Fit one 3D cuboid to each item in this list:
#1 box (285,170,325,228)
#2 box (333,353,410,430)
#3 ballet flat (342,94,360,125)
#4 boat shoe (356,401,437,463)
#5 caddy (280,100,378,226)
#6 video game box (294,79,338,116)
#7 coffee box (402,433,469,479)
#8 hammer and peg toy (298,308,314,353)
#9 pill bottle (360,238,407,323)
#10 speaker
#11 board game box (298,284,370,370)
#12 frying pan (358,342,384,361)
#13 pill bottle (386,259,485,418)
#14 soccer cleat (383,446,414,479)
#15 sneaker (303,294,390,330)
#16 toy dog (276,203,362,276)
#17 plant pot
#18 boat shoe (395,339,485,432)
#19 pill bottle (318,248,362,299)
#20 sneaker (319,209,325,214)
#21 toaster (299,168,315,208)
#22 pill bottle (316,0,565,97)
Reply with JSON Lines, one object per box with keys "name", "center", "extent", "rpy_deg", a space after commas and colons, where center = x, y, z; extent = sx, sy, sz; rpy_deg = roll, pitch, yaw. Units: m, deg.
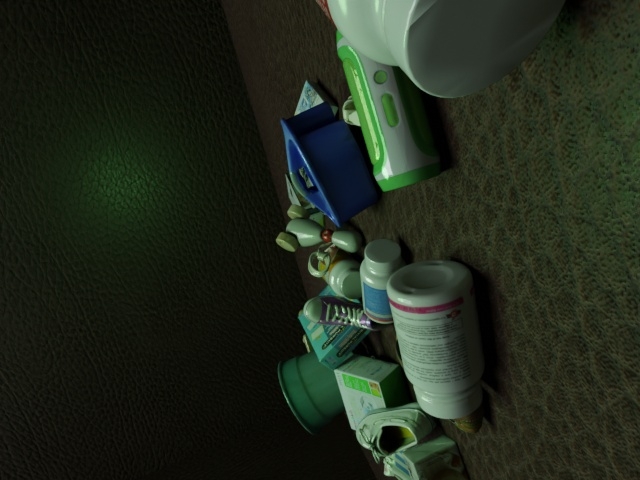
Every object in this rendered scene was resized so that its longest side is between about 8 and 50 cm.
{"name": "box", "center": [-0.071, -0.171, 2.064], "extent": [0.169, 0.087, 0.290], "rpy_deg": [85, 164, -52]}
{"name": "box", "center": [0.197, 0.567, 1.607], "extent": [0.231, 0.127, 0.262], "rpy_deg": [-1, 109, 48]}
{"name": "ballet flat", "center": [0.093, -0.289, 0.997], "extent": [0.248, 0.086, 0.086], "rpy_deg": [-127, 21, -62]}
{"name": "boat shoe", "center": [0.202, 0.629, 1.409], "extent": [0.136, 0.156, 0.367], "rpy_deg": [57, 138, 6]}
{"name": "caddy", "center": [0.008, -0.189, 1.172], "extent": [0.341, 0.179, 0.241], "rpy_deg": [60, 180, -45]}
{"name": "video game box", "center": [-0.031, -0.364, 1.385], "extent": [0.187, 0.048, 0.205], "rpy_deg": [60, 137, 42]}
{"name": "coffee box", "center": [0.345, 0.698, 1.242], "extent": [0.098, 0.141, 0.246], "rpy_deg": [138, 113, -78]}
{"name": "hammer and peg toy", "center": [0.048, 0.487, 2.192], "extent": [0.127, 0.266, 0.361], "rpy_deg": [-23, 85, 58]}
{"name": "pill bottle", "center": [0.168, 0.107, 1.176], "extent": [0.124, 0.124, 0.221], "rpy_deg": [-119, 14, -46]}
{"name": "speaker", "center": [0.122, -0.245, 0.797], "extent": [0.131, 0.131, 0.296], "rpy_deg": [-169, 61, -79]}
{"name": "board game box", "center": [0.060, 0.310, 1.748], "extent": [0.079, 0.254, 0.336], "rpy_deg": [41, -176, -25]}
{"name": "frying pan", "center": [0.233, 0.532, 1.794], "extent": [0.326, 0.053, 0.197], "rpy_deg": [-143, 36, -76]}
{"name": "pill bottle", "center": [0.233, 0.195, 0.876], "extent": [0.160, 0.160, 0.283], "rpy_deg": [-135, 28, -68]}
{"name": "soccer cleat", "center": [0.293, 0.823, 1.724], "extent": [0.116, 0.143, 0.331], "rpy_deg": [94, 156, -65]}
{"name": "sneaker", "center": [0.095, 0.239, 1.453], "extent": [0.161, 0.282, 0.102], "rpy_deg": [176, 101, -70]}
{"name": "toy dog", "center": [0.000, 0.000, 1.581], "extent": [0.333, 0.220, 0.161], "rpy_deg": [39, 176, 36]}
{"name": "plant pot", "center": [0.049, 0.591, 1.908], "extent": [0.341, 0.334, 0.341], "rpy_deg": [58, -173, -11]}
{"name": "boat shoe", "center": [0.271, 0.338, 1.070], "extent": [0.307, 0.110, 0.104], "rpy_deg": [-132, 27, -66]}
{"name": "pill bottle", "center": [0.086, 0.122, 1.605], "extent": [0.245, 0.136, 0.136], "rpy_deg": [-138, 31, -70]}
{"name": "sneaker", "center": [0.020, -0.150, 1.672], "extent": [0.211, 0.080, 0.081], "rpy_deg": [-101, -8, -57]}
{"name": "toaster", "center": [0.006, -0.211, 1.519], "extent": [0.185, 0.110, 0.168], "rpy_deg": [141, 111, -79]}
{"name": "pill bottle", "center": [0.083, -0.357, 0.513], "extent": [0.229, 0.229, 0.408], "rpy_deg": [86, 162, -55]}
